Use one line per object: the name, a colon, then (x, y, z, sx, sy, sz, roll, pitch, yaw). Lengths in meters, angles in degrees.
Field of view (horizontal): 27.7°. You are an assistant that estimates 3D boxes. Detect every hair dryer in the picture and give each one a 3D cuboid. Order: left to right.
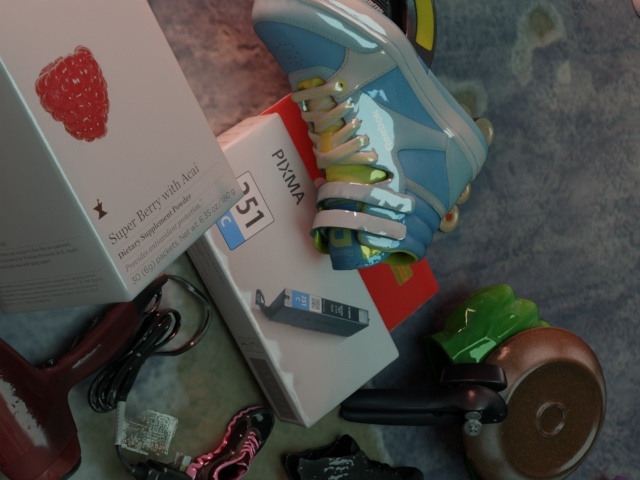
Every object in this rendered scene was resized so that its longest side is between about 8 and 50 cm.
hair dryer: (-0.239, 0.123, 1.215, 0.293, 0.080, 0.224, 20, 64, -39)

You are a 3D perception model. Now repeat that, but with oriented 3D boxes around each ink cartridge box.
ink cartridge box: (0.000, 0.000, 1.357, 0.261, 0.066, 0.296, -36, 109, -28)

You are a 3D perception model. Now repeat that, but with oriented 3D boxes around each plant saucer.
plant saucer: (0.253, 0.198, 1.469, 0.198, 0.036, 0.199, -6, 104, -25)

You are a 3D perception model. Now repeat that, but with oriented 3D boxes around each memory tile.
memory tile: (0.141, -0.092, 1.496, 0.113, 0.012, 0.148, 31, 74, -33)

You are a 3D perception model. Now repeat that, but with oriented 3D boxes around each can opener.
can opener: (0.113, 0.180, 1.415, 0.073, 0.186, 0.059, -87, 167, -50)

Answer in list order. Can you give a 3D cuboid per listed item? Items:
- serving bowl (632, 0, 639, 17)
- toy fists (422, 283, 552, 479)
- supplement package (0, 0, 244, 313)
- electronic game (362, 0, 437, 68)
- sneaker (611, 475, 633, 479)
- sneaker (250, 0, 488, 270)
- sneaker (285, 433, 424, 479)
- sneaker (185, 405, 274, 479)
serving bowl: (0.443, -0.325, 1.692, 0.083, 0.027, 0.083, -2, 93, -36)
toy fists: (0.221, 0.184, 1.523, 0.142, 0.096, 0.279, -28, 110, -18)
supplement package: (-0.232, -0.108, 1.102, 0.177, 0.175, 0.293, -47, 119, -43)
electronic game: (0.039, -0.245, 1.375, 0.229, 0.048, 0.229, 5, 83, -40)
sneaker: (0.315, 0.426, 1.585, 0.182, 0.127, 0.316, 38, 73, -34)
sneaker: (0.024, -0.093, 1.258, 0.319, 0.127, 0.208, 39, 65, -29)
sneaker: (0.042, 0.252, 1.422, 0.170, 0.051, 0.089, -14, 105, -31)
sneaker: (-0.082, 0.219, 1.327, 0.119, 0.057, 0.047, -47, 116, -26)
